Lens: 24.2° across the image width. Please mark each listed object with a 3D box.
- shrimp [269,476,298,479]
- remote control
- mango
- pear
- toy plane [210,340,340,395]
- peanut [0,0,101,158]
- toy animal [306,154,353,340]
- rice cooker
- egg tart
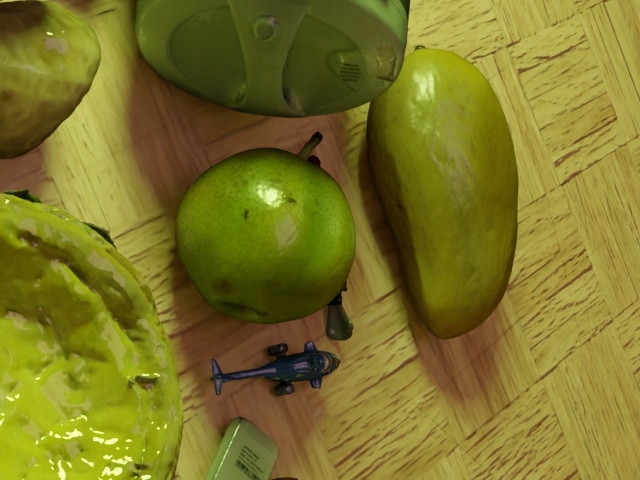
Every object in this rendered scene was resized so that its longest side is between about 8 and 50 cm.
[{"bbox_3d":[-0.014,0.283,1.492,0.127,0.025,0.091,22,47,-6],"label":"shrimp"},{"bbox_3d":[-0.109,0.290,1.427,0.067,0.029,0.261,46,51,-30],"label":"remote control"},{"bbox_3d":[0.151,-0.063,1.736,0.195,0.142,0.331,-23,102,-43],"label":"mango"},{"bbox_3d":[-0.046,-0.024,1.479,0.180,0.166,0.216,27,73,-22],"label":"pear"},{"bbox_3d":[-0.044,0.131,1.520,0.167,0.062,0.054,-4,81,-37],"label":"toy plane"},{"bbox_3d":[-0.298,-0.133,1.286,0.253,0.122,0.137,-18,101,-45],"label":"peanut"},{"bbox_3d":[-0.004,0.004,1.611,0.105,0.070,0.202,17,63,-57],"label":"toy animal"},{"bbox_3d":[-0.042,-0.271,1.495,0.288,0.288,0.277,26,61,-39],"label":"rice cooker"},{"bbox_3d":[-0.272,0.122,1.225,0.345,0.132,0.345,17,66,-44],"label":"egg tart"}]
